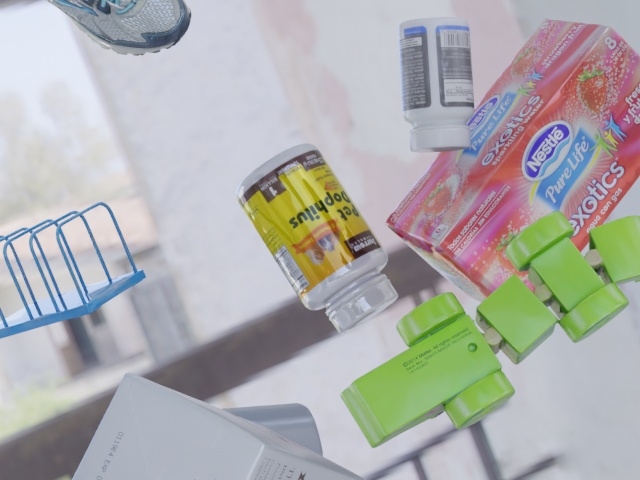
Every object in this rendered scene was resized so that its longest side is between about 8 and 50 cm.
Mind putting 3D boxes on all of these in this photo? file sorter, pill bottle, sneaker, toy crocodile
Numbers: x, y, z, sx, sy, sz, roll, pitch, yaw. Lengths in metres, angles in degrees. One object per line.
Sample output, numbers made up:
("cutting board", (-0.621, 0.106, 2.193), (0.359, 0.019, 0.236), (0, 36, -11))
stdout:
("file sorter", (-0.311, 0.035, 2.016), (0.170, 0.104, 0.118), (-17, 9, 31))
("pill bottle", (0.000, 0.000, 2.112), (0.117, 0.215, 0.117), (-33, -8, -5))
("sneaker", (-0.295, -0.319, 2.193), (0.110, 0.283, 0.122), (-64, -7, -6))
("pill bottle", (0.123, -0.164, 1.891), (0.078, 0.137, 0.078), (-3, -1, 0))
("toy crocodile", (0.174, 0.080, 1.663), (0.340, 0.115, 0.105), (-35, -15, -8))

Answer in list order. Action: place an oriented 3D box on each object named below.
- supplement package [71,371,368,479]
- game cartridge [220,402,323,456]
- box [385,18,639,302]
("supplement package", (-0.070, 0.208, 1.368), (0.134, 0.139, 0.244), (24, -3, 29))
("game cartridge", (-0.089, 0.358, 2.275), (0.198, 0.297, 0.062), (-2, 12, -20))
("box", (0.232, -0.081, 1.923), (0.300, 0.142, 0.154), (-51, 22, -4))
